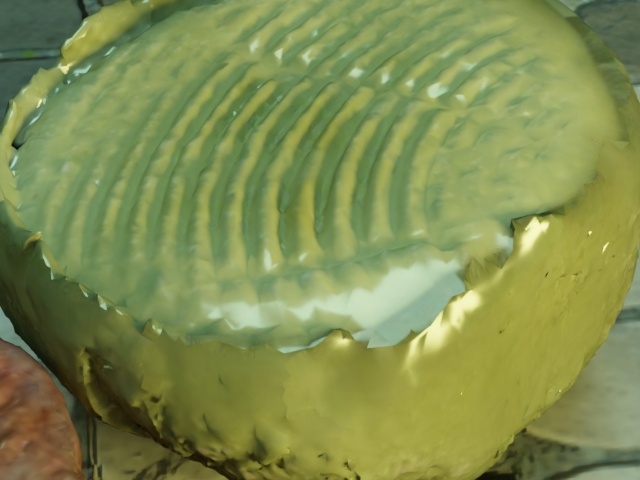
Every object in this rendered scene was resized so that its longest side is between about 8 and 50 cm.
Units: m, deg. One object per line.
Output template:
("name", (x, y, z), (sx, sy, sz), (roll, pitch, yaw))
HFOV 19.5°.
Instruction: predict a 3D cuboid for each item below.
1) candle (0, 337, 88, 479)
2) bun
("candle", (-0.154, 0.153, 0.573), (0.287, 0.131, 0.317), (-32, 46, -26))
("bun", (0.000, 0.000, 0.724), (0.259, 0.152, 0.259), (-6, 40, 5))
